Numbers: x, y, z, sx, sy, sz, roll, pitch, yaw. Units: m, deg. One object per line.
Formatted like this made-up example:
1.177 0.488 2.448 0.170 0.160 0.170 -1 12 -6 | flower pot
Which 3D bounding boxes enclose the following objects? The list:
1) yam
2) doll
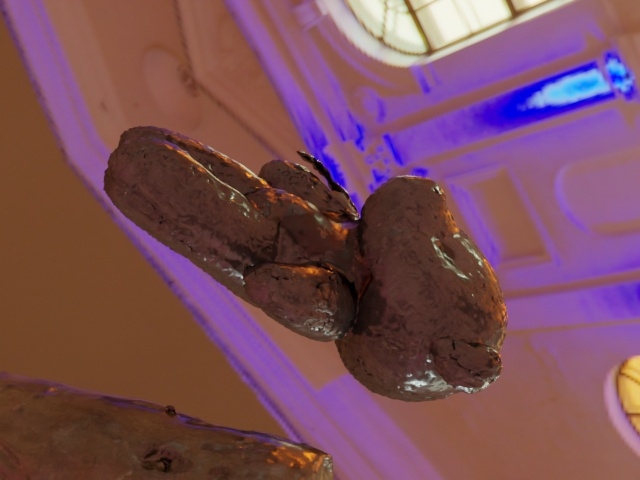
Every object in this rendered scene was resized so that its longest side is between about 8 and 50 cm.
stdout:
-0.096 0.127 0.551 0.194 0.107 0.107 12 -109 16 | yam
0.006 -0.004 0.863 0.340 0.246 0.158 38 -76 -7 | doll
